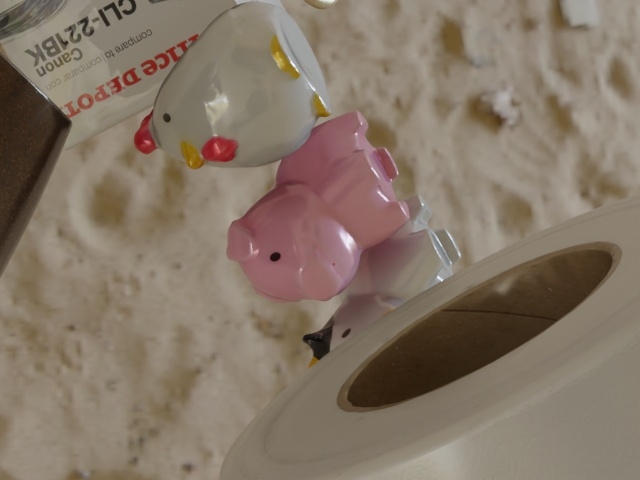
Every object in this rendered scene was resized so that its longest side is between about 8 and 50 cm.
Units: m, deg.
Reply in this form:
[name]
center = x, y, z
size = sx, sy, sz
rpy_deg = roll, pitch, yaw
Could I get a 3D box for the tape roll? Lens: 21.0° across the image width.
[tape roll]
center = 0.103, 0.106, 0.706
size = 0.246, 0.246, 0.169
rpy_deg = -37, 102, -39

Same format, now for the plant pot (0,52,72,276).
[plant pot]
center = -0.261, -0.021, 1.007
size = 0.230, 0.215, 0.215
rpy_deg = -46, 119, -4

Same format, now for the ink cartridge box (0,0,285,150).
[ink cartridge box]
center = -0.176, -0.237, 1.381
size = 0.273, 0.197, 0.114
rpy_deg = 61, 20, -10

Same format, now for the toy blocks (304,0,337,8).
[toy blocks]
center = 0.044, -0.200, 0.898
size = 0.054, 0.148, 0.123
rpy_deg = -4, 79, -56

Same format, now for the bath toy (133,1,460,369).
[bath toy]
center = 0.000, 0.000, 1.158
size = 0.348, 0.129, 0.151
rpy_deg = 53, 18, -33
